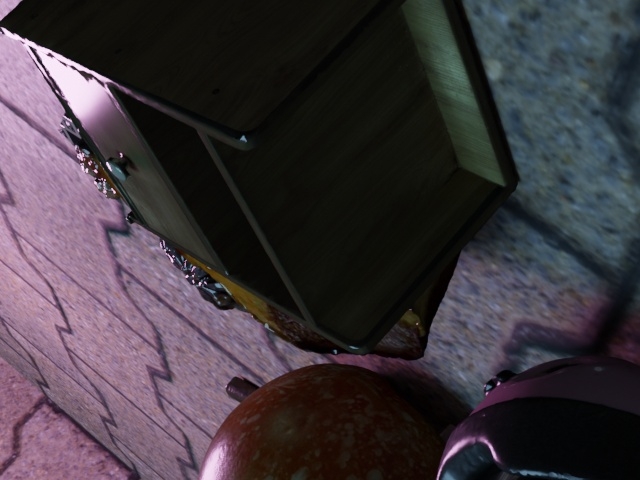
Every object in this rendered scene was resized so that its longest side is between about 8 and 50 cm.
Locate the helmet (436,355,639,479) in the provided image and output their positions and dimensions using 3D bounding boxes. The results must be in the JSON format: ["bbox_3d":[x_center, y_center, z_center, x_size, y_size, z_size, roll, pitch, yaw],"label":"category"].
[{"bbox_3d":[0.193,0.165,0.787,0.253,0.154,0.198,27,142,-9],"label":"helmet"}]

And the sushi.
[{"bbox_3d":[-0.210,-0.070,1.259,0.126,0.026,0.120,44,162,-3],"label":"sushi"}]

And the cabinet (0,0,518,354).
[{"bbox_3d":[-0.036,-0.072,0.728,0.215,0.148,0.175,28,156,39],"label":"cabinet"}]

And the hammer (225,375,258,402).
[{"bbox_3d":[-0.005,0.220,1.476,0.297,0.027,0.125,24,154,44],"label":"hammer"}]

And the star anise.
[{"bbox_3d":[-0.104,0.025,1.232,0.141,0.042,0.141,38,162,15],"label":"star anise"}]

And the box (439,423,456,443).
[{"bbox_3d":[0.160,0.234,1.180,0.090,0.024,0.167,30,156,36],"label":"box"}]

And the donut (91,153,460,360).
[{"bbox_3d":[0.000,0.000,0.874,0.295,0.112,0.151,27,160,40],"label":"donut"}]

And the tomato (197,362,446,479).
[{"bbox_3d":[0.005,0.249,1.152,0.270,0.222,0.270,57,159,36],"label":"tomato"}]
